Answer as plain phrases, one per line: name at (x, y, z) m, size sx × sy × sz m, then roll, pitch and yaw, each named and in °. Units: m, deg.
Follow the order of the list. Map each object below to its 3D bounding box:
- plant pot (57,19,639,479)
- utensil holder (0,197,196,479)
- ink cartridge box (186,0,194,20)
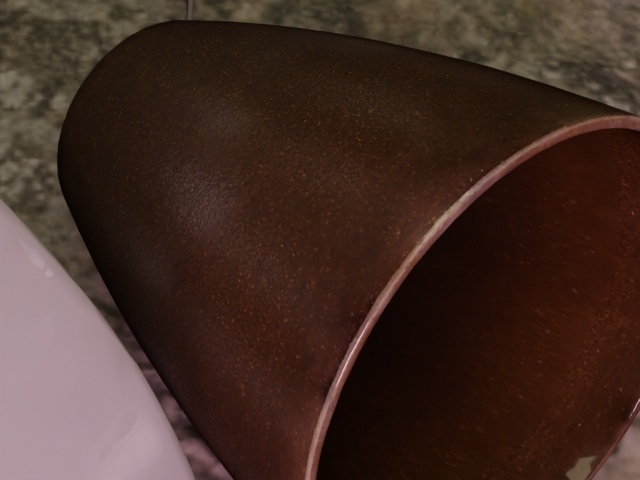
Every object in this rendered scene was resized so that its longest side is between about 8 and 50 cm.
plant pot at (0.000, 0.000, 0.688) m, size 0.215 × 0.215 × 0.230 m, roll -34°, pitch 48°, yaw -27°
utensil holder at (-0.259, 0.153, 0.454) m, size 0.327 × 0.328 × 0.385 m, roll 29°, pitch 55°, yaw 15°
ink cartridge box at (-0.105, -0.213, 0.873) m, size 0.067 × 0.115 × 0.198 m, roll -4°, pitch 53°, yaw -10°
